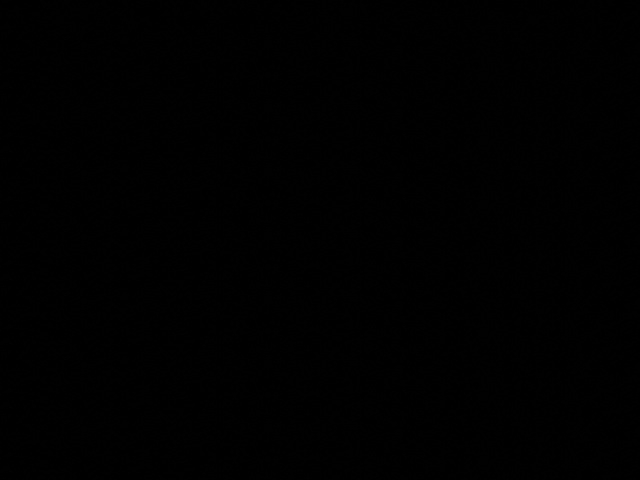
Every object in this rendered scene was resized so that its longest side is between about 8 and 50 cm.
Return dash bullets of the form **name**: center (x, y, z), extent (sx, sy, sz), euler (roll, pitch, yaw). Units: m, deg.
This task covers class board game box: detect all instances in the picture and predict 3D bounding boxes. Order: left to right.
- **board game box**: center (-0.009, 0.097, 0.188), extent (0.357, 0.356, 0.356), euler (21, 7, 34)
